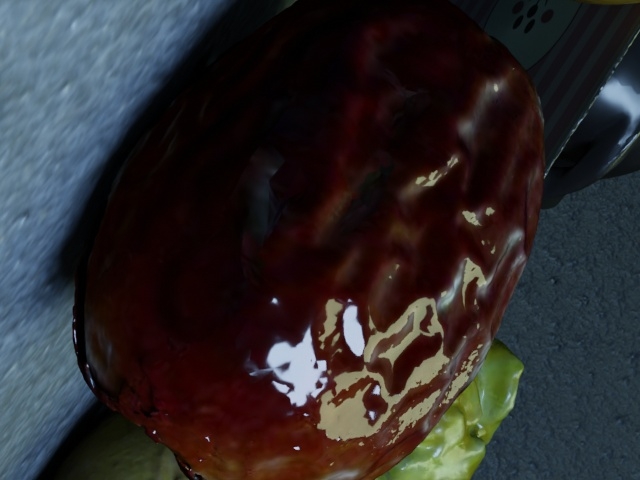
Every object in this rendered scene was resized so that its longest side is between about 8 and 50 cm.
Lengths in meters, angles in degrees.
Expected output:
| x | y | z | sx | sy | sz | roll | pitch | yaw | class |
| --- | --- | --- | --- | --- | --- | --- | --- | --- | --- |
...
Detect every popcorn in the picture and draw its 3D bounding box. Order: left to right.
| x | y | z | sx | sy | sz | roll | pitch | yaw | class |
| --- | --- | --- | --- | --- | --- | --- | --- | --- | --- |
| 0.041 | 0.153 | 1.282 | 0.276 | 0.226 | 0.276 | -158 | -90 | -77 | popcorn |

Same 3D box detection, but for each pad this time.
| x | y | z | sx | sy | sz | roll | pitch | yaw | class |
| --- | --- | --- | --- | --- | --- | --- | --- | --- | --- |
| 0.144 | -0.151 | 0.998 | 0.202 | 0.005 | 0.300 | -57 | -157 | 6 | pad |

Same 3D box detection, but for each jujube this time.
| x | y | z | sx | sy | sz | roll | pitch | yaw | class |
| --- | --- | --- | --- | --- | --- | --- | --- | --- | --- |
| 0.000 | 0.000 | 0.608 | 0.243 | 0.183 | 0.183 | -55 | 172 | -17 | jujube |

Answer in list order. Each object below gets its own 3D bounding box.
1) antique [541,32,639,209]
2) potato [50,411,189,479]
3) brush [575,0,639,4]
| x | y | z | sx | sy | sz | roll | pitch | yaw | class |
| --- | --- | --- | --- | --- | --- | --- | --- | --- | --- |
| 0.222 | -0.163 | 1.122 | 0.255 | 0.185 | 0.322 | -43 | -152 | 50 | antique |
| -0.123 | 0.180 | 0.858 | 0.299 | 0.116 | 0.239 | -48 | 169 | 18 | potato |
| 0.181 | -0.248 | 0.826 | 0.267 | 0.166 | 0.174 | -14 | -143 | 51 | brush |
